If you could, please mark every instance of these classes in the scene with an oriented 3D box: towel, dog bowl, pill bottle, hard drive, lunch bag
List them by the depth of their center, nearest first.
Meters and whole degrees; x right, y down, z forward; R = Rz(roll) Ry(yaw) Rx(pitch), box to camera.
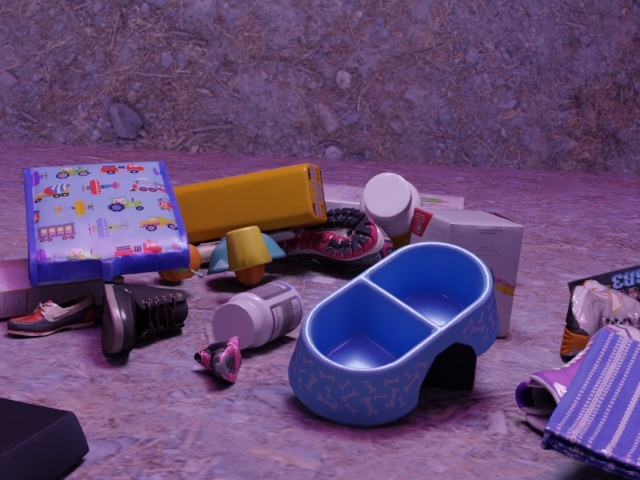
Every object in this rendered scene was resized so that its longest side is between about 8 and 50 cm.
[{"bbox_3d":[-0.340,0.199,1.010,0.172,0.054,0.254,8,12,18],"label":"hard drive"},{"bbox_3d":[0.418,0.193,1.143,0.336,0.040,0.243,17,31,22],"label":"towel"},{"bbox_3d":[0.092,0.100,1.331,0.297,0.074,0.166,-32,50,-33],"label":"dog bowl"},{"bbox_3d":[-0.086,0.104,1.531,0.078,0.078,0.137,10,12,25],"label":"pill bottle"},{"bbox_3d":[-0.317,-0.012,1.635,0.220,0.138,0.293,-4,20,-14],"label":"lunch bag"},{"bbox_3d":[0.136,-0.050,2.105,0.117,0.118,0.208,7,-17,13],"label":"pill bottle"}]

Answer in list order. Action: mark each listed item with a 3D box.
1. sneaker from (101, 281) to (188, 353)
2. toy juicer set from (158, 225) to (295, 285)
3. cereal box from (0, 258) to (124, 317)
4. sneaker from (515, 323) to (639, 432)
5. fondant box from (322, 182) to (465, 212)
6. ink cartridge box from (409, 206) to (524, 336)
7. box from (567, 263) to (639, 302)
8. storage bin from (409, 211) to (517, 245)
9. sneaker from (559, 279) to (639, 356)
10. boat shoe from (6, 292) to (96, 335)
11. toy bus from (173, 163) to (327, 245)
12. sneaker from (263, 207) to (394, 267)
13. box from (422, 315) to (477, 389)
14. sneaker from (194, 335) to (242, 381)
[{"bbox_3d":[-0.233,0.097,1.498,0.118,0.083,0.222,3,10,-12],"label":"sneaker"},{"bbox_3d":[-0.160,0.041,1.865,0.209,0.090,0.329,-14,-1,8],"label":"toy juicer set"},{"bbox_3d":[-0.438,0.067,1.655,0.240,0.047,0.173,-6,16,-41],"label":"cereal box"},{"bbox_3d":[0.313,0.164,1.345,0.161,0.102,0.282,2,11,5],"label":"sneaker"},{"bbox_3d":[0.134,-0.047,2.348,0.330,0.096,0.238,5,11,8],"label":"fondant box"},{"bbox_3d":[0.211,0.049,1.687,0.127,0.176,0.128,3,12,-23],"label":"ink cartridge box"},{"bbox_3d":[0.607,0.052,1.828,0.295,0.073,0.293,-20,-7,43],"label":"box"},{"bbox_3d":[0.257,0.014,2.015,0.180,0.122,0.084,2,11,-15],"label":"storage bin"},{"bbox_3d":[0.428,0.118,1.641,0.121,0.099,0.262,14,15,20],"label":"sneaker"},{"bbox_3d":[-0.366,0.101,1.525,0.137,0.043,0.049,-8,19,-44],"label":"boat shoe"},{"bbox_3d":[-0.158,-0.057,2.007,0.332,0.108,0.130,-9,-1,16],"label":"toy bus"},{"bbox_3d":[0.000,0.000,2.065,0.299,0.121,0.112,14,-15,42],"label":"sneaker"},{"bbox_3d":[0.128,0.124,1.477,0.158,0.093,0.156,5,12,6],"label":"box"},{"bbox_3d":[-0.130,0.149,1.390,0.057,0.047,0.119,-2,4,2],"label":"sneaker"}]
